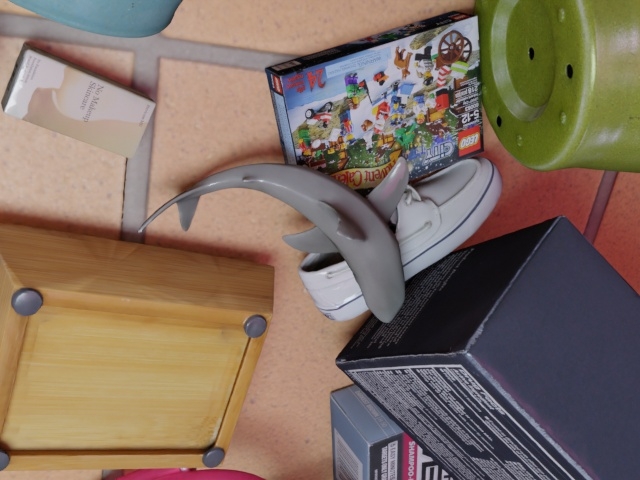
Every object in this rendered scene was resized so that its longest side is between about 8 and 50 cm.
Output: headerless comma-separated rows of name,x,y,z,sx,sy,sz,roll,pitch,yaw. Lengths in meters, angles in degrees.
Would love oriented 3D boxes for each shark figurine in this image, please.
shark figurine,-0.014,-0.024,0.658,0.278,0.116,0.166,23,108,-12

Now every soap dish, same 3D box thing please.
soap dish,-0.197,0.117,0.676,0.290,0.118,0.229,10,108,-31

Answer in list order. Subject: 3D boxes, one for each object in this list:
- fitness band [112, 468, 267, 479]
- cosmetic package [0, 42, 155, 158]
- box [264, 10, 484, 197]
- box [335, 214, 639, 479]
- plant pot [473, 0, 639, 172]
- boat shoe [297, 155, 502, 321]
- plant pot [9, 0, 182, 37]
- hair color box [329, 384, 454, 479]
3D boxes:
fitness band,-0.170,0.349,0.787,0.290,0.054,0.209,-25,120,9
cosmetic package,-0.211,-0.120,0.601,0.115,0.041,0.060,18,103,-33
box,0.068,-0.138,0.741,0.233,0.044,0.159,-22,121,-17
box,0.220,0.159,0.727,0.296,0.294,0.183,45,69,-7
plant pot,0.362,-0.218,0.700,0.352,0.366,0.367,-11,119,-10
boat shoe,0.090,-0.022,0.784,0.267,0.096,0.088,-36,125,-2
plant pot,-0.132,-0.287,0.435,0.271,0.272,0.255,15,127,-33
hair color box,0.204,0.259,0.963,0.374,0.113,0.185,-15,120,-22
